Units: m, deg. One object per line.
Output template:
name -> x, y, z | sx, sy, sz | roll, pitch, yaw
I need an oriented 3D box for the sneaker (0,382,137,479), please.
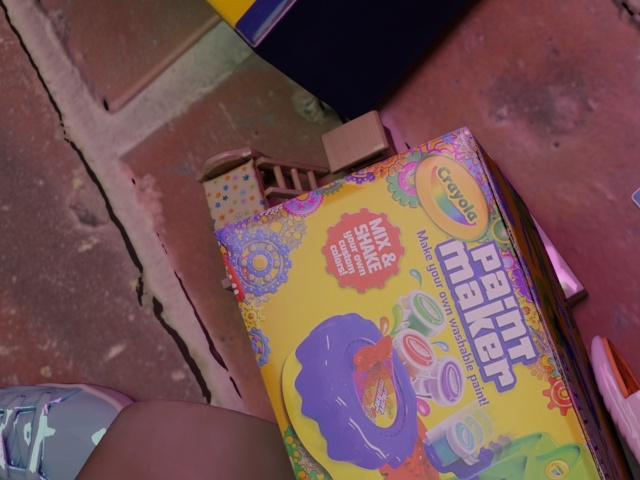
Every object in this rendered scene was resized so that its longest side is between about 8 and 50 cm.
sneaker -> -0.336, 0.191, 1.177 | 0.366, 0.150, 0.135 | -7, 76, 25

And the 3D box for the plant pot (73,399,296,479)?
plant pot -> -0.103, 0.286, 0.979 | 0.323, 0.323, 0.280 | 2, 62, 27

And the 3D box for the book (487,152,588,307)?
book -> 0.139, 0.013, 1.051 | 0.096, 0.035, 0.144 | -37, 63, 10

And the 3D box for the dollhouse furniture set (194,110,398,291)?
dollhouse furniture set -> 0.000, 0.000, 1.080 | 0.161, 0.101, 0.182 | -25, 68, 20

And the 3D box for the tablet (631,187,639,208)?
tablet -> 0.289, -0.043, 1.000 | 0.083, 0.006, 0.054 | -42, 63, 11

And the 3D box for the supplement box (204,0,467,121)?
supplement box -> -0.053, -0.303, 1.096 | 0.195, 0.194, 0.356 | -48, 62, 9

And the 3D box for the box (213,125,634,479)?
box -> 0.093, 0.110, 0.874 | 0.177, 0.279, 0.290 | -22, 78, 11

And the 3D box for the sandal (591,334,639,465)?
sandal -> 0.283, 0.173, 0.908 | 0.076, 0.102, 0.265 | -33, 74, 15
